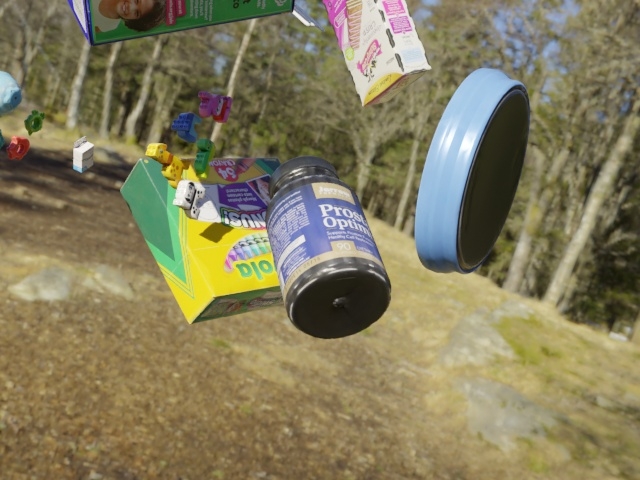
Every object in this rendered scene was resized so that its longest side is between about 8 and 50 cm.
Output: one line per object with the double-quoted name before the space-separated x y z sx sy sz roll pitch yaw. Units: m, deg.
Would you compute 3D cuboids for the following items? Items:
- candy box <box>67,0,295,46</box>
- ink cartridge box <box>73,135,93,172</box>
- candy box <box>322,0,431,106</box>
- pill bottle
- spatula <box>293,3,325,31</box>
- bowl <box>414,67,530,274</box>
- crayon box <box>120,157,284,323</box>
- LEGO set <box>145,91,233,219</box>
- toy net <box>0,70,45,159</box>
"candy box" -0.229 -0.435 1.149 0.317 0.122 0.268 -18 56 -21
"ink cartridge box" -0.616 -0.224 2.016 0.028 0.083 0.048 26 42 11
"candy box" 0.103 -0.395 1.478 0.071 0.233 0.159 -19 -5 -29
"pill bottle" 0.000 0.000 0.931 0.123 0.123 0.219 16 37 -29
"spatula" -0.097 -0.567 1.800 0.242 0.019 0.168 44 17 5
"bowl" 0.293 -0.119 1.445 0.077 0.391 0.391 19 5 26
"crayon box" -0.162 -0.015 1.528 0.363 0.106 0.313 -8 58 -48
"LEGO set" -0.239 -0.160 1.334 0.087 0.227 0.093 6 -14 32
"toy net" -0.505 -0.139 1.149 0.045 0.232 0.122 17 -30 18
